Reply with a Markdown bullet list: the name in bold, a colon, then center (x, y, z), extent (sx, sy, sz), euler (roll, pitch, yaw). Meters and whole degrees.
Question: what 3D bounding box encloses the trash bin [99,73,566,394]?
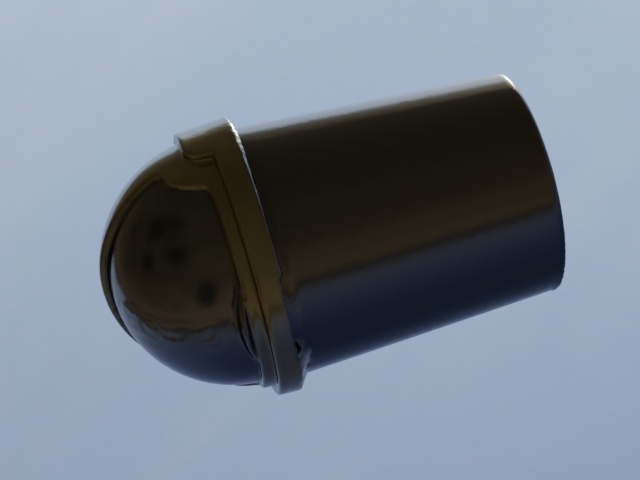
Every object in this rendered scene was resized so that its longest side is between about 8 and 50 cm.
- **trash bin**: center (0.000, 0.000, 1.421), extent (0.334, 0.214, 0.214), euler (-13, -137, -8)
